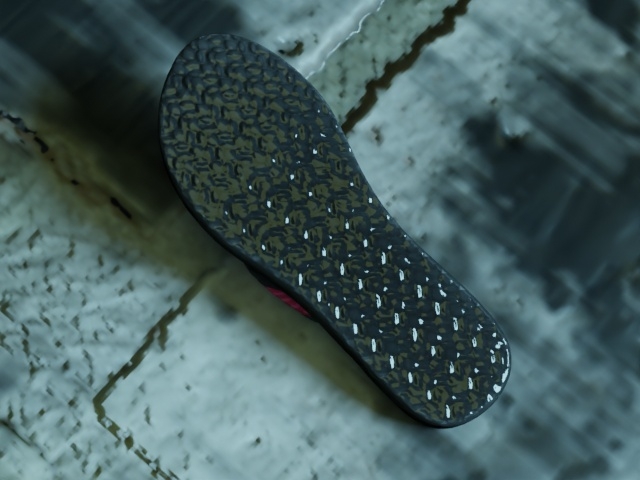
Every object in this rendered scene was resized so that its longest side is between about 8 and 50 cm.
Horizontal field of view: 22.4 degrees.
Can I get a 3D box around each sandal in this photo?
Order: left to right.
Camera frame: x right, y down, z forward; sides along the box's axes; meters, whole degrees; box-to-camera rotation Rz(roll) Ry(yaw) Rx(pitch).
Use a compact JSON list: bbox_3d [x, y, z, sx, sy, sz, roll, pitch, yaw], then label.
[{"bbox_3d":[0.000,0.000,0.622,0.067,0.040,0.179,-41,91,-12],"label":"sandal"}]
